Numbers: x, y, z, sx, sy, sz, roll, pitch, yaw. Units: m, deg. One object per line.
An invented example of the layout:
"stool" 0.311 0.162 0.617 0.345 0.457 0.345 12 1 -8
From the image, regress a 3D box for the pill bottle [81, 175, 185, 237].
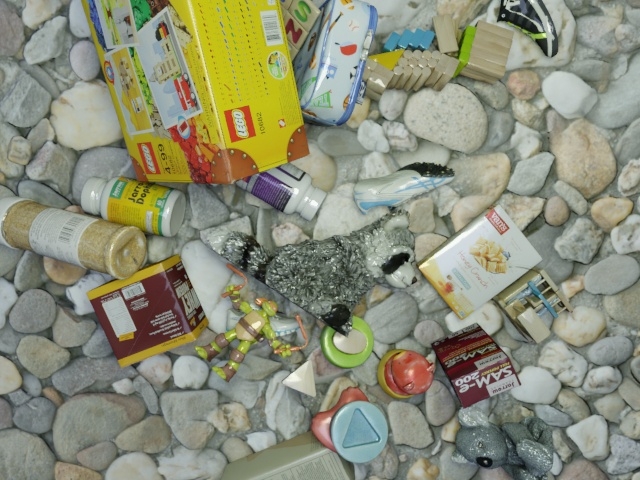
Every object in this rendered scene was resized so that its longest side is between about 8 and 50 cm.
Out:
"pill bottle" -0.432 -0.084 1.154 0.209 0.117 0.117 13 98 0

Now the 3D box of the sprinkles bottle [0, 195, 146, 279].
"sprinkles bottle" -0.571 -0.009 1.117 0.356 0.121 0.121 13 99 18

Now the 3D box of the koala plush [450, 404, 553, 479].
"koala plush" 0.432 0.502 1.204 0.222 0.203 0.196 6 111 22

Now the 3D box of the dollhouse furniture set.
"dollhouse furniture set" 0.502 0.159 1.129 0.129 0.183 0.129 -39 95 6

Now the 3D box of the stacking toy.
"stacking toy" 0.091 0.326 1.141 0.279 0.130 0.309 44 72 0

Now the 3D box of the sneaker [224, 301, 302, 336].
"sneaker" -0.141 0.190 1.212 0.191 0.071 0.082 -3 92 2

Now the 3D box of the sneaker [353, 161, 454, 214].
"sneaker" 0.194 -0.122 1.158 0.238 0.085 0.086 -14 124 0

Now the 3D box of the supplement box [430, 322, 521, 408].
"supplement box" 0.339 0.273 1.121 0.130 0.239 0.073 -25 96 4

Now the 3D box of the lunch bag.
"lunch bag" 0.013 -0.359 1.008 0.115 0.303 0.242 13 97 -19

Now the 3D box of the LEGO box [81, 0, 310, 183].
"LEGO box" -0.255 -0.373 0.932 0.193 0.373 0.499 -27 113 -39

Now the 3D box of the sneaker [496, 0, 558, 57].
"sneaker" 0.444 -0.502 1.105 0.097 0.084 0.234 -26 96 29

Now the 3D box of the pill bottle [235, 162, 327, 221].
"pill bottle" -0.087 -0.126 1.144 0.194 0.108 0.108 31 98 -2

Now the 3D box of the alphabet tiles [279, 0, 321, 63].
"alphabet tiles" -0.143 -0.489 1.002 0.285 0.342 0.011 45 63 -5

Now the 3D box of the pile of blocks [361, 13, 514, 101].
"pile of blocks" 0.235 -0.398 1.104 0.363 0.112 0.148 -8 85 -5

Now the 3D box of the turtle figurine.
"turtle figurine" -0.178 0.199 1.143 0.217 0.087 0.269 -43 77 -12

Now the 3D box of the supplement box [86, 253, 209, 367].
"supplement box" -0.402 0.163 1.182 0.192 0.129 0.194 -21 97 4

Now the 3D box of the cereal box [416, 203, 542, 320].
"cereal box" 0.376 0.051 1.186 0.240 0.047 0.173 -40 95 6

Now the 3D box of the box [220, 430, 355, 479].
"box" -0.081 0.593 1.238 0.312 0.121 0.147 -22 97 5

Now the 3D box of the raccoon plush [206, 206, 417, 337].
"raccoon plush" 0.000 0.000 1.109 0.447 0.216 0.299 33 82 -2
